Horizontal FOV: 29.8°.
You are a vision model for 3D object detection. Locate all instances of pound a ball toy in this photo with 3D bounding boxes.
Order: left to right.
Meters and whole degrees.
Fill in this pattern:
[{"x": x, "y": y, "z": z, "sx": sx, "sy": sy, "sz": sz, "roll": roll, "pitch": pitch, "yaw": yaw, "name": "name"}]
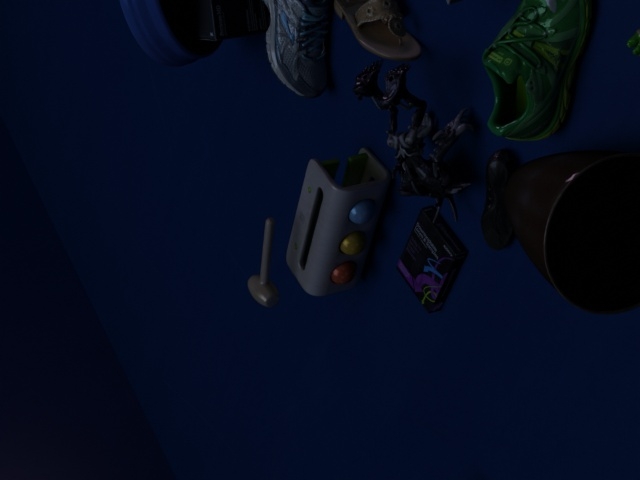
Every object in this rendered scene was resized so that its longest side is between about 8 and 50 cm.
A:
[{"x": 0.000, "y": 0.000, "z": 2.241, "sx": 0.135, "sy": 0.208, "sz": 0.319, "roll": 53, "pitch": 143, "yaw": 35, "name": "pound a ball toy"}]

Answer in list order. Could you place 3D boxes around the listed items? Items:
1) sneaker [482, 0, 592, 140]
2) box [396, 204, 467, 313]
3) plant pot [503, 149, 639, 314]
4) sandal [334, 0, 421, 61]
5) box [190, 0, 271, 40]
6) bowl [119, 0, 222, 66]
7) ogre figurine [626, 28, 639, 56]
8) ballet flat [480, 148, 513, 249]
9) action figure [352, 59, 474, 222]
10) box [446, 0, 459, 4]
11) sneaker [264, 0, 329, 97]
[{"x": 0.297, "y": -0.270, "z": 1.681, "sx": 0.109, "sy": 0.124, "sz": 0.295, "roll": 38, "pitch": 134, "yaw": 48, "name": "sneaker"}, {"x": 0.192, "y": 0.034, "z": 2.105, "sx": 0.116, "sy": 0.029, "sz": 0.162, "roll": 56, "pitch": 144, "yaw": 31, "name": "box"}, {"x": 0.349, "y": -0.036, "z": 1.647, "sx": 0.230, "sy": 0.215, "sz": 0.215, "roll": -140, "pitch": 43, "yaw": -66, "name": "plant pot"}, {"x": 0.090, "y": -0.388, "z": 2.026, "sx": 0.240, "sy": 0.088, "sz": 0.079, "roll": 51, "pitch": 149, "yaw": 45, "name": "sandal"}, {"x": -0.157, "y": -0.524, "z": 2.296, "sx": 0.103, "sy": 0.184, "sz": 0.261, "roll": 16, "pitch": 116, "yaw": 56, "name": "box"}, {"x": -0.276, "y": -0.538, "z": 2.353, "sx": 0.077, "sy": 0.391, "sz": 0.391, "roll": -1, "pitch": 105, "yaw": 21, "name": "bowl"}, {"x": 0.436, "y": -0.284, "z": 1.472, "sx": 0.118, "sy": 0.097, "sz": 0.197, "roll": -133, "pitch": 51, "yaw": -69, "name": "ogre figurine"}, {"x": 0.286, "y": -0.062, "z": 1.895, "sx": 0.057, "sy": 0.049, "sz": 0.173, "roll": 13, "pitch": 123, "yaw": 22, "name": "ballet flat"}, {"x": 0.169, "y": -0.166, "z": 1.951, "sx": 0.164, "sy": 0.141, "sz": 0.275, "roll": 5, "pitch": 134, "yaw": 51, "name": "action figure"}, {"x": 0.206, "y": -0.462, "z": 1.729, "sx": 0.103, "sy": 0.114, "sz": 0.203, "roll": 66, "pitch": -173, "yaw": -84, "name": "box"}, {"x": -0.037, "y": -0.404, "z": 2.226, "sx": 0.122, "sy": 0.110, "sz": 0.283, "roll": -7, "pitch": 101, "yaw": 50, "name": "sneaker"}]
